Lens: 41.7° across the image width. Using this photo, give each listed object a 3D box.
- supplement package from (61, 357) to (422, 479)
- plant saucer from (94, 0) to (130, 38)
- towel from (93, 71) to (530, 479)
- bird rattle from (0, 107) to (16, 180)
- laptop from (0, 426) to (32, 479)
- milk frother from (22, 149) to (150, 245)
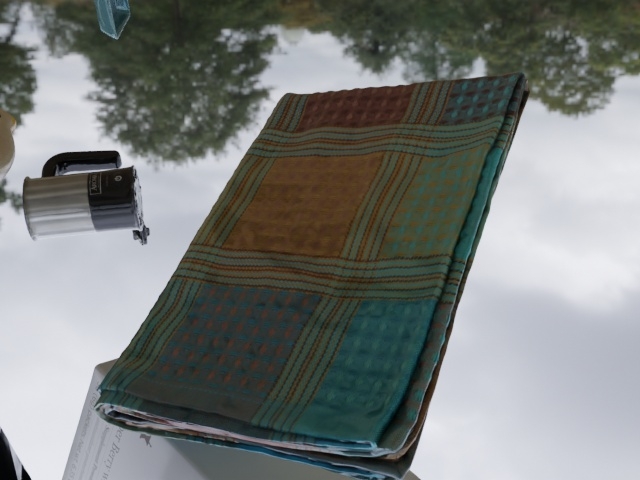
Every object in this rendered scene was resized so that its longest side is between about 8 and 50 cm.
[{"bbox_3d":[-0.062,0.237,0.735,0.293,0.177,0.175,36,-151,27],"label":"supplement package"},{"bbox_3d":[-0.195,-0.277,0.728,0.018,0.192,0.067,-2,-146,1],"label":"plant saucer"},{"bbox_3d":[0.000,0.000,0.678,0.272,0.040,0.370,1,-130,33],"label":"towel"},{"bbox_3d":[-0.343,-0.121,0.689,0.207,0.143,0.253,37,-170,-26],"label":"bird rattle"},{"bbox_3d":[-0.243,0.228,0.484,0.264,0.136,0.234,15,-147,-35],"label":"laptop"},{"bbox_3d":[-0.295,-0.034,1.084,0.135,0.143,0.129,-6,-145,-5],"label":"milk frother"}]
